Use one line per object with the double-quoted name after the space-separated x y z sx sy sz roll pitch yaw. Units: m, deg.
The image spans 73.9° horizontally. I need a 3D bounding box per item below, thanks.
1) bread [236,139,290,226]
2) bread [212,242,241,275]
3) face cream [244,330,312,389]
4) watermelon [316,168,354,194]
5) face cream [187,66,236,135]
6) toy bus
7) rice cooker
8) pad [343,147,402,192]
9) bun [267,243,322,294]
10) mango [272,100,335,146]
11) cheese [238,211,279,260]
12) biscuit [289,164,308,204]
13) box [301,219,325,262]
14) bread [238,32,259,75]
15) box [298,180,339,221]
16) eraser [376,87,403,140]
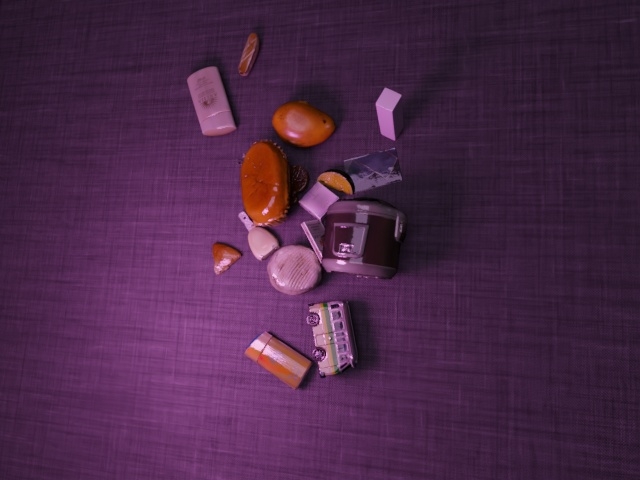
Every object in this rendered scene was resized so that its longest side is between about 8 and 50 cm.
-0.235 -0.256 1.876 0.236 0.183 0.387 -16 76 13 "bread"
-0.434 0.079 1.981 0.136 0.054 0.154 -8 84 8 "bread"
-0.186 0.515 1.859 0.285 0.067 0.139 30 87 15 "face cream"
0.072 -0.275 1.899 0.182 0.075 0.091 24 93 14 "watermelon"
-0.534 -0.669 2.084 0.174 0.081 0.348 -20 79 9 "face cream"
0.056 0.405 1.782 0.179 0.143 0.305 -11 79 8 "toy bus"
0.172 -0.015 1.719 0.336 0.335 0.324 7 84 13 "rice cooker"
0.234 -0.314 1.908 0.243 0.004 0.163 -13 80 11 "pad"
-0.114 0.128 1.853 0.240 0.141 0.238 3 68 -6 "bun"
-0.077 -0.518 1.933 0.291 0.160 0.190 8 78 4 "mango"
-0.300 -0.032 1.965 0.127 0.054 0.251 -39 76 2 "cheese"
-0.155 -0.246 1.967 0.236 0.039 0.180 -44 72 4 "biscuit"
0.000 0.000 1.868 0.029 0.109 0.198 -39 74 39 "box"
-0.345 -0.906 2.089 0.073 0.053 0.214 18 90 18 "bread"
-0.005 -0.175 1.907 0.129 0.051 0.130 39 81 14 "box"
0.292 -0.518 1.771 0.076 0.298 0.078 31 89 15 "eraser"
